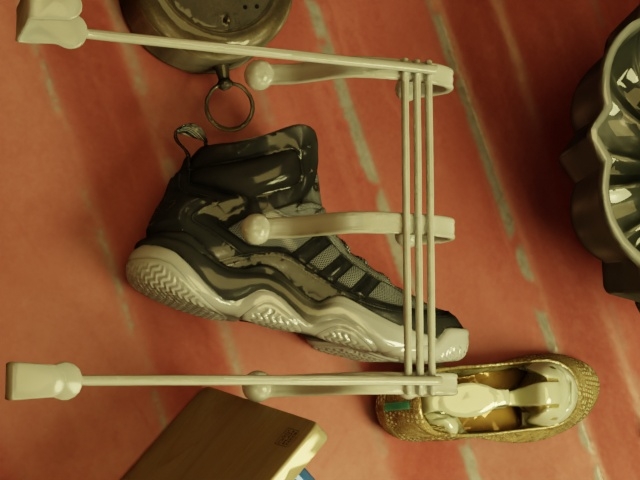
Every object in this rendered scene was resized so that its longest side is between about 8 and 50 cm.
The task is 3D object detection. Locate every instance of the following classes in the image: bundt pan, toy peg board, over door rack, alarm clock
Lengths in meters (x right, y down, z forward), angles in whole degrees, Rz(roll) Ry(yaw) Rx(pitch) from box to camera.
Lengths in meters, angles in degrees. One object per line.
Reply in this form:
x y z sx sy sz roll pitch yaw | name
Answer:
0.334 -0.055 1.040 0.331 0.124 0.331 3 80 -18 | bundt pan
-0.072 0.195 0.887 0.161 0.160 0.079 -49 116 -20 | toy peg board
-0.057 -0.016 0.836 0.324 0.108 0.239 5 80 -33 | over door rack
-0.082 -0.177 0.986 0.129 0.064 0.192 -10 89 -23 | alarm clock

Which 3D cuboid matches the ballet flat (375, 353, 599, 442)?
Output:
0.146 0.128 1.025 0.206 0.067 0.073 -6 83 -23 | ballet flat

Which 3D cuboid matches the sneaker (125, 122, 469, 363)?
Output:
0.000 0.000 0.966 0.268 0.101 0.153 16 79 -16 | sneaker

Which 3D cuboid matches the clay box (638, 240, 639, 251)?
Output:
0.332 -0.066 1.136 0.127 0.053 0.222 14 76 -17 | clay box
